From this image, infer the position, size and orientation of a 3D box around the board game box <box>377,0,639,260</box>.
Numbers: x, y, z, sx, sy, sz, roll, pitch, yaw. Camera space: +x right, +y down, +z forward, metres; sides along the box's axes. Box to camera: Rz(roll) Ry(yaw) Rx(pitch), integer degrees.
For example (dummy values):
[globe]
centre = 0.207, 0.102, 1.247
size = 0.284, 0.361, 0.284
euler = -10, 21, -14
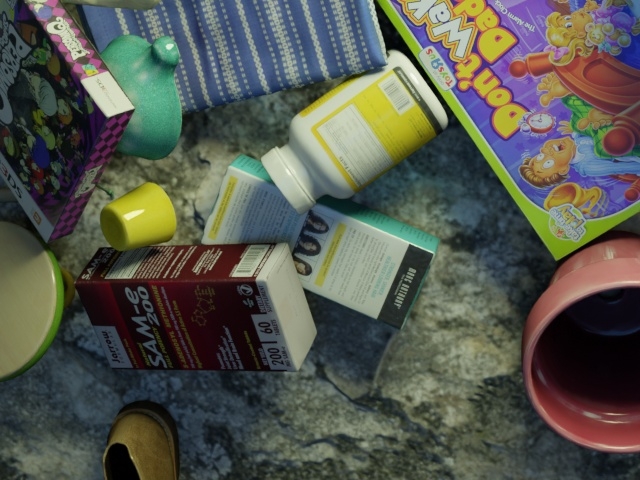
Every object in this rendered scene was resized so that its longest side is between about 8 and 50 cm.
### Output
[board game box]
centre = 0.243, -0.186, 1.351
size = 0.233, 0.078, 0.347
euler = -33, 98, 19

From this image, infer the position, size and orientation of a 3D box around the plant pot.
[plant pot]
centre = 0.305, 0.085, 1.361
size = 0.201, 0.180, 0.201
euler = 3, 118, 6

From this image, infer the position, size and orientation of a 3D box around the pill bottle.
[pill bottle]
centre = 0.033, -0.108, 1.384
size = 0.184, 0.103, 0.103
euler = -35, 98, 4

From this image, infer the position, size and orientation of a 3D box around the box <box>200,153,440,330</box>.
[box]
centre = 0.000, 0.000, 1.468
size = 0.244, 0.060, 0.101
euler = 24, 111, 3

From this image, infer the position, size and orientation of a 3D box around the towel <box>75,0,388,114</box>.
[towel]
centre = -0.114, -0.259, 1.381
size = 0.336, 0.040, 0.243
euler = -10, 107, 28

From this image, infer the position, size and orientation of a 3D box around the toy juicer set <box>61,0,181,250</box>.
[toy juicer set]
centre = -0.220, -0.166, 1.412
size = 0.209, 0.089, 0.329
euler = 35, 132, 33

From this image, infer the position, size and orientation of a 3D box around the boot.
[boot]
centre = -0.205, 0.355, 1.596
size = 0.112, 0.115, 0.305
euler = -8, 107, 12

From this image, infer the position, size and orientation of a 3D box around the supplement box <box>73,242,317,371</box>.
[supplement box]
centre = -0.138, 0.075, 1.474
size = 0.239, 0.073, 0.130
euler = -2, 125, 25

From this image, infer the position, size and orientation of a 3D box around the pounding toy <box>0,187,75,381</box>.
[pounding toy]
centre = -0.350, 0.050, 1.548
size = 0.183, 0.110, 0.237
euler = -8, 77, 25

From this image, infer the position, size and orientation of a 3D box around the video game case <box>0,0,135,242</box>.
[video game case]
centre = -0.298, -0.144, 1.406
size = 0.210, 0.041, 0.232
euler = 54, 139, 14
